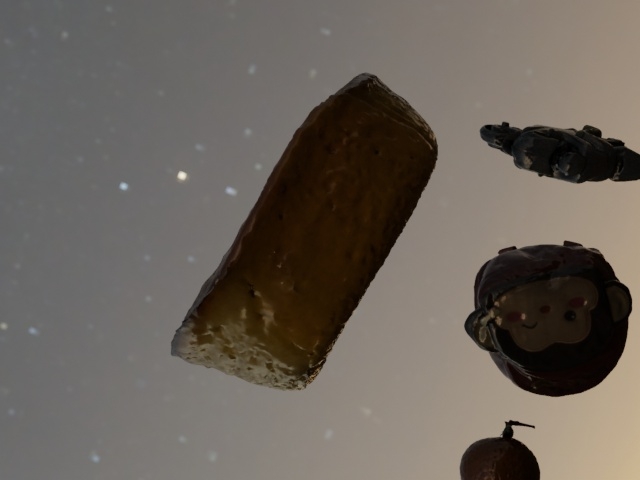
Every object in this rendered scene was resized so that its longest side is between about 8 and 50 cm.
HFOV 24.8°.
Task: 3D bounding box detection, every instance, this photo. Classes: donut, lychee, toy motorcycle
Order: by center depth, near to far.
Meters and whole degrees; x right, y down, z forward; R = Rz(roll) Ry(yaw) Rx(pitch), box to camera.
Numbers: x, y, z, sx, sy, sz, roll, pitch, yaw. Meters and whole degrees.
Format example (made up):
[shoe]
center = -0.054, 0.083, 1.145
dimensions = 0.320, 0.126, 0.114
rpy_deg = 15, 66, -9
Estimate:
[donut]
center = 0.000, 0.000, 1.178
dimensions = 0.303, 0.110, 0.303
rpy_deg = -59, -2, -4
[toy motorcycle]
center = 0.277, -0.096, 1.614
dimensions = 0.124, 0.193, 0.061
rpy_deg = -120, 40, -68
[lychee]
center = 0.228, 0.289, 1.857
dimensions = 0.114, 0.101, 0.140
rpy_deg = 53, -160, -49

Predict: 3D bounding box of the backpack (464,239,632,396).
[backpack]
center = 0.313, 0.111, 1.969
dimensions = 0.139, 0.229, 0.229
rpy_deg = -74, -3, -63
